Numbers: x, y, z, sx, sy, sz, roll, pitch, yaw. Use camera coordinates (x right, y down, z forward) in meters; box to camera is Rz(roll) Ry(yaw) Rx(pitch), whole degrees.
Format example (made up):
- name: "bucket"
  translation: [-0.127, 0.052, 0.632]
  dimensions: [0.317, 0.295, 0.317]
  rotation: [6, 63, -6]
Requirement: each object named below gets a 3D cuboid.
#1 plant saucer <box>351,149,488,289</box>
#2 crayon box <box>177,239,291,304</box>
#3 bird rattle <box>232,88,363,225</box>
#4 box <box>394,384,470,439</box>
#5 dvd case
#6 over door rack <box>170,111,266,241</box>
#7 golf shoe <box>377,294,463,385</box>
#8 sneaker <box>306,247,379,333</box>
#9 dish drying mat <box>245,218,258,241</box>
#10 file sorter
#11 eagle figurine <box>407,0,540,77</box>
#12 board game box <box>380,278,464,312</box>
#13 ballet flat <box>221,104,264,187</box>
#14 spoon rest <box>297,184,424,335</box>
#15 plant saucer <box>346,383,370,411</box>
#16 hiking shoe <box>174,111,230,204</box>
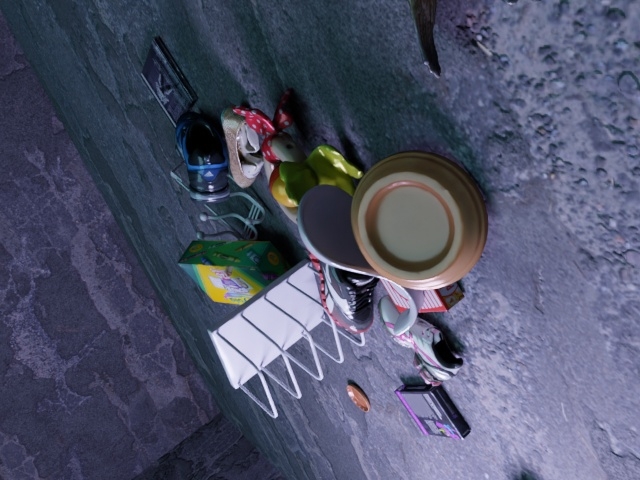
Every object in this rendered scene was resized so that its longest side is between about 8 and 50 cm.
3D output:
- name: "plant saucer"
  translation: [0.128, -0.023, 0.864]
  dimensions: [0.200, 0.037, 0.200]
  rotation: [10, 111, 28]
- name: "crayon box"
  translation: [-0.197, 0.081, 1.536]
  dimensions: [0.278, 0.081, 0.165]
  rotation: [0, 140, 39]
- name: "bird rattle"
  translation: [-0.061, -0.121, 1.084]
  dimensions: [0.253, 0.143, 0.207]
  rotation: [43, 149, 28]
- name: "box"
  translation: [0.228, 0.351, 1.290]
  dimensions: [0.116, 0.029, 0.162]
  rotation: [56, 158, -1]
- name: "dvd case"
  translation: [-0.370, -0.373, 1.513]
  dimensions: [0.164, 0.018, 0.221]
  rotation: [57, 156, -5]
- name: "over door rack"
  translation: [-0.276, -0.113, 1.544]
  dimensions: [0.324, 0.108, 0.239]
  rotation: [52, 152, 10]
- name: "golf shoe"
  translation: [0.180, 0.165, 1.115]
  dimensions: [0.186, 0.067, 0.086]
  rotation: [51, 132, 7]
- name: "sneaker"
  translation: [0.058, 0.080, 1.177]
  dimensions: [0.135, 0.097, 0.276]
  rotation: [29, 143, 51]
- name: "dish drying mat"
  translation: [-0.173, -0.017, 1.608]
  dimensions: [0.032, 0.008, 0.083]
  rotation: [32, 146, 41]
- name: "file sorter"
  translation: [-0.064, 0.216, 1.365]
  dimensions: [0.173, 0.277, 0.193]
  rotation: [31, 146, 41]
- name: "eagle figurine"
  translation: [0.073, -0.320, 0.590]
  dimensions: [0.298, 0.225, 0.226]
  rotation: [30, -155, -13]
- name: "board game box"
  translation: [0.135, 0.027, 1.030]
  dimensions: [0.193, 0.045, 0.147]
  rotation: [58, 156, -5]
- name: "ballet flat"
  translation: [-0.154, -0.181, 1.290]
  dimensions: [0.067, 0.073, 0.206]
  rotation: [24, 147, 28]
- name: "spoon rest"
  translation: [0.070, 0.027, 0.970]
  dimensions: [0.276, 0.137, 0.084]
  rotation: [48, 136, -15]
- name: "plant saucer"
  translation: [0.100, 0.406, 1.622]
  dimensions: [0.083, 0.013, 0.083]
  rotation: [44, 154, 27]
- name: "hiking shoe"
  translation: [-0.246, -0.210, 1.337]
  dimensions: [0.304, 0.113, 0.132]
  rotation: [-118, 26, -44]
